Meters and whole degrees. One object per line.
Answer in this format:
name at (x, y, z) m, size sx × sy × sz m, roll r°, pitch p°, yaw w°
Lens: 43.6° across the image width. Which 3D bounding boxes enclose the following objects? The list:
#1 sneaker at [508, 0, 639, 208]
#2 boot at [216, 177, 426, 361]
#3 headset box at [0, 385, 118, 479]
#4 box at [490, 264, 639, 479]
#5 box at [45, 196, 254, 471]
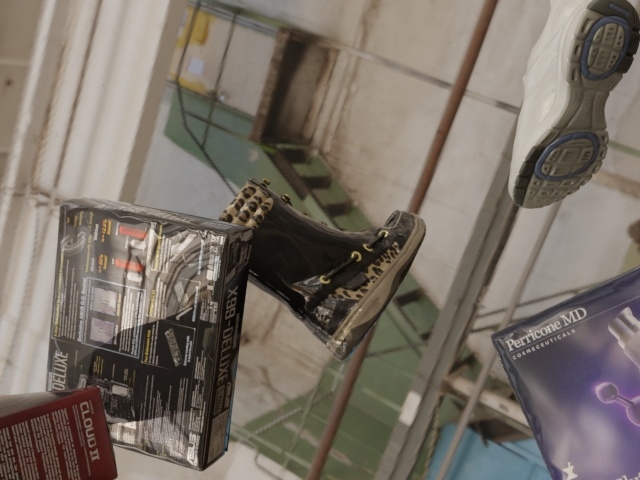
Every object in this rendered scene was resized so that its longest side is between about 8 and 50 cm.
sneaker at (0.311, -0.179, 1.033) m, size 0.111 × 0.129 × 0.297 m, roll 5°, pitch -60°, yaw -18°
boot at (0.000, 0.000, 1.279) m, size 0.138 × 0.284 × 0.377 m, roll -59°, pitch -3°, yaw 38°
headset box at (-0.378, 0.237, 0.836) m, size 0.293 × 0.218 × 0.110 m, roll -10°, pitch -91°, yaw -54°
box at (0.249, 0.140, 0.617) m, size 0.153 × 0.207 × 0.108 m, roll -30°, pitch -27°, yaw 17°
box at (-0.225, 0.114, 1.026) m, size 0.076 × 0.242 × 0.307 m, roll -19°, pitch -63°, yaw -69°
